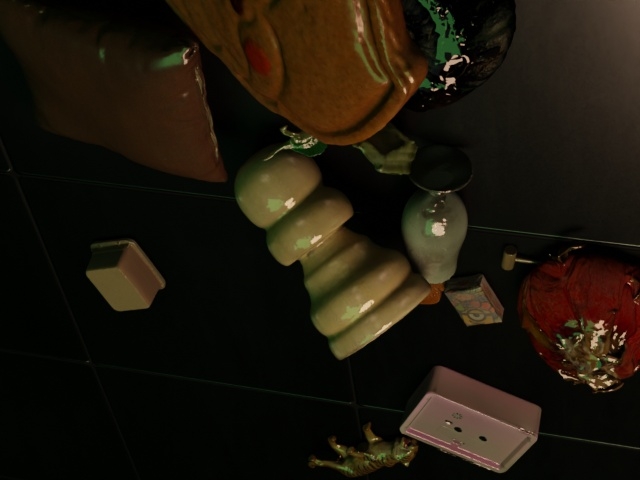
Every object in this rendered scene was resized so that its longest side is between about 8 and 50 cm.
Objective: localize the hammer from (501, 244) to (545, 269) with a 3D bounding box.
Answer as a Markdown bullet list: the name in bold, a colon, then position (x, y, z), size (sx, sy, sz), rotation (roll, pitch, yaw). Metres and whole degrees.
- **hammer**: position (0.313, 0.032, 1.869), size (0.110, 0.019, 0.035), rotation (10, 141, 8)

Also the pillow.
- **pillow**: position (-0.276, -0.205, 1.728), size (0.305, 0.108, 0.308), rotation (18, 153, 15)

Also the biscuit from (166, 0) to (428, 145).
- **biscuit**: position (-0.066, -0.286, 1.444), size (0.455, 0.078, 0.350), rotation (40, 155, 21)

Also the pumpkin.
- **pumpkin**: position (0.108, -0.256, 1.490), size (0.233, 0.163, 0.233), rotation (14, 132, 16)

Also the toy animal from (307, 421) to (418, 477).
- **toy animal**: position (0.071, 0.386, 2.360), size (0.099, 0.057, 0.241), rotation (38, 137, -23)

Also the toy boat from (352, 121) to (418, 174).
- **toy boat**: position (0.080, -0.118, 1.633), size (0.093, 0.293, 0.055), rotation (44, 95, 0)

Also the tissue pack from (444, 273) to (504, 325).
- **tissue pack**: position (0.228, 0.090, 1.958), size (0.063, 0.035, 0.083), rotation (-10, 134, 33)

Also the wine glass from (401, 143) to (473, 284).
- **wine glass**: position (0.156, -0.030, 1.798), size (0.092, 0.093, 0.202), rotation (10, 140, 11)

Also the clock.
- **clock**: position (0.246, 0.296, 2.175), size (0.197, 0.063, 0.150), rotation (23, 142, -4)

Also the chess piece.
- **chess piece**: position (0.000, 0.000, 1.807), size (0.300, 0.167, 0.167), rotation (52, 136, -1)

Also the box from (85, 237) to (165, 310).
- **box**: position (-0.317, 0.058, 2.122), size (0.089, 0.062, 0.122), rotation (-6, 136, 28)

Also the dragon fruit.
- **dragon fruit**: position (0.380, 0.133, 1.850), size (0.218, 0.148, 0.224), rotation (19, 144, -8)

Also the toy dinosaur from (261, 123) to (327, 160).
- **toy dinosaur**: position (-0.024, -0.135, 1.756), size (0.060, 0.119, 0.029), rotation (53, 173, -4)

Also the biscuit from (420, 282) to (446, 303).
- **biscuit**: position (0.150, 0.062, 1.972), size (0.078, 0.015, 0.091), rotation (3, 139, 22)
